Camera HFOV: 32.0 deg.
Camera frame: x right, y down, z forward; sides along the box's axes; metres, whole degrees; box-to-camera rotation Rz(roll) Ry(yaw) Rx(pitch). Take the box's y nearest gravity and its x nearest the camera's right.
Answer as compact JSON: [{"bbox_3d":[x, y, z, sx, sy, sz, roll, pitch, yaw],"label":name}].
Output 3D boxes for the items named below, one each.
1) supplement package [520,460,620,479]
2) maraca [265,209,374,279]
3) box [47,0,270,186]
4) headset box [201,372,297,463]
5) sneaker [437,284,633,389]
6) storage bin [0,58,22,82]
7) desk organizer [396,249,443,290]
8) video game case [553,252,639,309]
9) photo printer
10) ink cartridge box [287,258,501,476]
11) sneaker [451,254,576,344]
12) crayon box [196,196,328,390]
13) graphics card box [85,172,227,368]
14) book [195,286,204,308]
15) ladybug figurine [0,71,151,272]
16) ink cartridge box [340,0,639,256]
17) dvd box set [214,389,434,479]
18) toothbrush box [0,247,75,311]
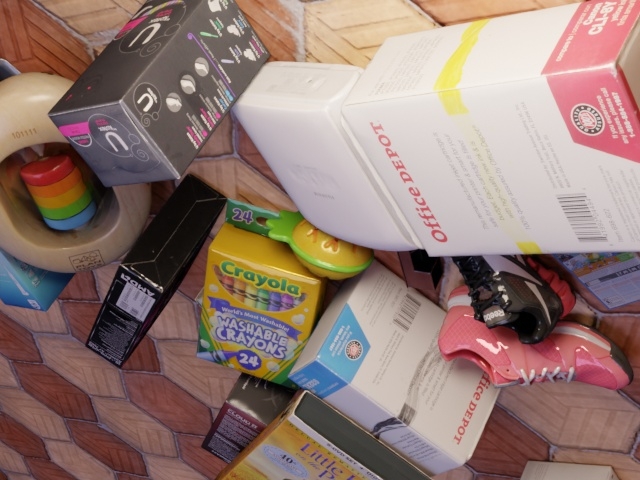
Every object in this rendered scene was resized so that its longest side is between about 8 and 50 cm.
[{"bbox_3d":[0.467,0.486,2.079,0.179,0.105,0.105,-6,131,42],"label":"supplement package"},{"bbox_3d":[0.000,0.000,1.811,0.185,0.127,0.099,27,122,20],"label":"maraca"},{"bbox_3d":[-0.221,-0.220,1.562,0.165,0.270,0.143,-4,133,41],"label":"box"},{"bbox_3d":[-0.113,0.299,2.193,0.110,0.218,0.293,31,147,1],"label":"headset box"},{"bbox_3d":[0.331,0.189,1.766,0.313,0.136,0.116,21,155,17],"label":"sneaker"},{"bbox_3d":[-0.578,-0.236,1.960,0.098,0.135,0.091,42,157,-15],"label":"storage bin"},{"bbox_3d":[0.156,0.021,1.779,0.050,0.047,0.130,9,141,26],"label":"desk organizer"},{"bbox_3d":[0.411,0.031,1.619,0.166,0.015,0.119,42,146,-16],"label":"video game case"},{"bbox_3d":[0.029,-0.112,1.617,0.256,0.107,0.307,15,146,49],"label":"photo printer"},{"bbox_3d":[0.136,0.218,1.887,0.307,0.223,0.129,37,147,-8],"label":"ink cartridge box"},{"bbox_3d":[0.258,0.052,1.660,0.276,0.135,0.097,42,147,-13],"label":"sneaker"},{"bbox_3d":[-0.099,0.100,1.954,0.203,0.083,0.323,17,128,8],"label":"crayon box"},{"bbox_3d":[-0.303,0.062,2.025,0.094,0.233,0.371,33,146,-1],"label":"graphics card box"},{"bbox_3d":[-0.166,0.126,2.123,0.035,0.096,0.144,-3,133,40],"label":"book"},{"bbox_3d":[-0.452,-0.118,1.917,0.305,0.162,0.449,-14,140,-5],"label":"ladybug figurine"},{"bbox_3d":[0.258,-0.131,1.399,0.384,0.160,0.279,-2,134,40],"label":"ink cartridge box"},{"bbox_3d":[0.000,0.453,1.999,0.307,0.062,0.420,36,140,-4],"label":"dvd box set"},{"bbox_3d":[-0.571,-0.044,2.114,0.126,0.216,0.296,6,140,33],"label":"toothbrush box"}]
